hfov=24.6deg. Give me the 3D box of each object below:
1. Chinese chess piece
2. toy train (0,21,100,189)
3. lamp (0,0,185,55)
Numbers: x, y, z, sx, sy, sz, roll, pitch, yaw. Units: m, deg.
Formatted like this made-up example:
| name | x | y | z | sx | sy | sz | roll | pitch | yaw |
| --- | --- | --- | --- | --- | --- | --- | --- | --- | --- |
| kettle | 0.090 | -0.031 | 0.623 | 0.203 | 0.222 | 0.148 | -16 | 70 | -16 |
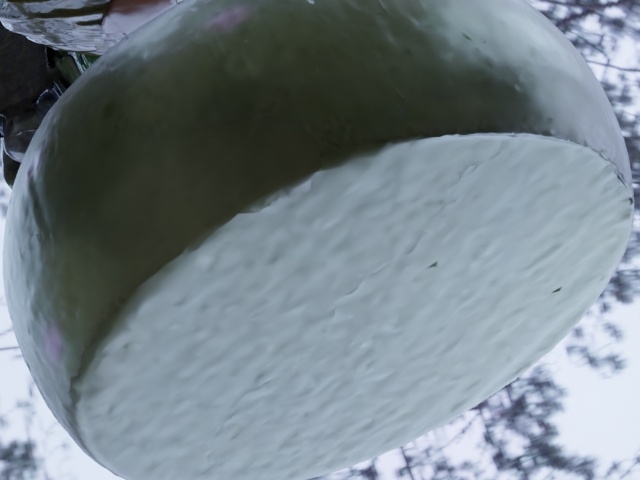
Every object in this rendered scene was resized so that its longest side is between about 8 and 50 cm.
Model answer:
| name | x | y | z | sx | sy | sz | roll | pitch | yaw |
| --- | --- | --- | --- | --- | --- | --- | --- | --- | --- |
| Chinese chess piece | 0.000 | 0.000 | 0.584 | 0.250 | 0.250 | 0.101 | -39 | -124 | 23 |
| toy train | -0.283 | -0.180 | 1.579 | 0.173 | 0.249 | 0.307 | -20 | -126 | 11 |
| lamp | -0.173 | -0.284 | 1.100 | 0.250 | 0.250 | 0.284 | -2 | -65 | 28 |
